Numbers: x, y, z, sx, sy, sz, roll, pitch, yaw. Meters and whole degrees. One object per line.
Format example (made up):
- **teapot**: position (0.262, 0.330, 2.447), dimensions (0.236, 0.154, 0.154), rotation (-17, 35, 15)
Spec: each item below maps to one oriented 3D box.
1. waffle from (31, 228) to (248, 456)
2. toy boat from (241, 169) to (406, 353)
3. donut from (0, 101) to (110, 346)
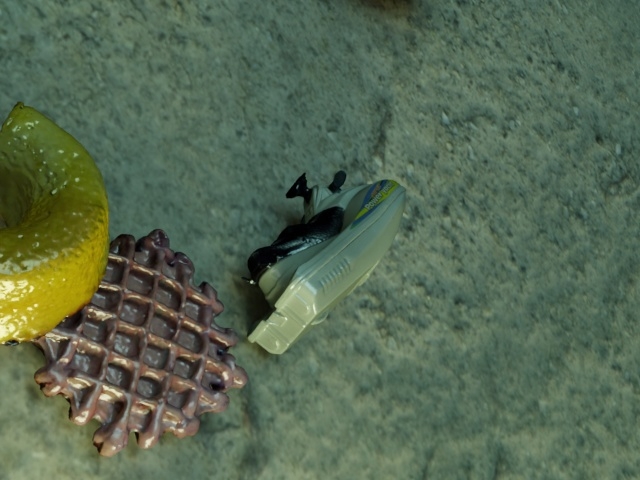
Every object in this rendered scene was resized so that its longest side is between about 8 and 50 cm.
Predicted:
- **waffle**: position (-0.184, 0.098, 1.187), dimensions (0.234, 0.055, 0.221), rotation (-23, 81, -44)
- **toy boat**: position (0.002, 0.007, 1.355), dimensions (0.141, 0.141, 0.269), rotation (44, 43, -14)
- **donut**: position (-0.267, -0.010, 1.118), dimensions (0.152, 0.101, 0.259), rotation (22, 46, -8)
